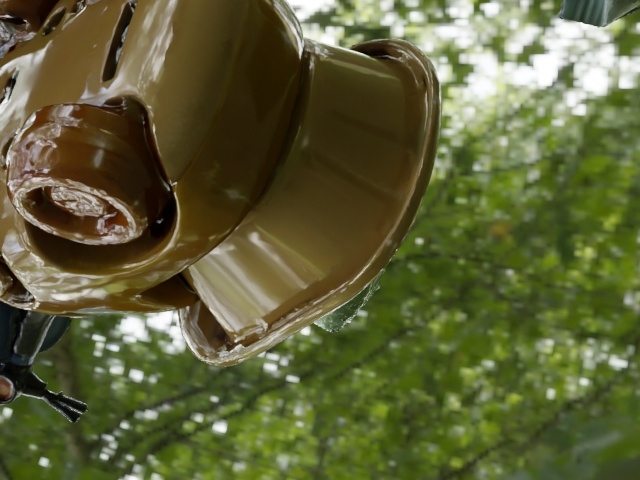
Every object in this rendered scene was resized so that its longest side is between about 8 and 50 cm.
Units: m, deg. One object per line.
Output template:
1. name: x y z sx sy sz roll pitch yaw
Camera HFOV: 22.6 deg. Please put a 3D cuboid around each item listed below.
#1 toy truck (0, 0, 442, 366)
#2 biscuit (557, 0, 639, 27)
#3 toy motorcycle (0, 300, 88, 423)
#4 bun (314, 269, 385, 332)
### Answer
1. toy truck: -0.096 -0.056 0.909 0.211 0.288 0.204 30 -122 -31
2. biscuit: 0.299 -0.195 0.929 0.079 0.309 0.186 4 -80 -55
3. toy motorcycle: -0.333 0.029 1.545 0.125 0.358 0.213 -16 -57 -48
4. bun: 0.000 0.000 1.588 0.126 0.212 0.204 -19 -56 -22
